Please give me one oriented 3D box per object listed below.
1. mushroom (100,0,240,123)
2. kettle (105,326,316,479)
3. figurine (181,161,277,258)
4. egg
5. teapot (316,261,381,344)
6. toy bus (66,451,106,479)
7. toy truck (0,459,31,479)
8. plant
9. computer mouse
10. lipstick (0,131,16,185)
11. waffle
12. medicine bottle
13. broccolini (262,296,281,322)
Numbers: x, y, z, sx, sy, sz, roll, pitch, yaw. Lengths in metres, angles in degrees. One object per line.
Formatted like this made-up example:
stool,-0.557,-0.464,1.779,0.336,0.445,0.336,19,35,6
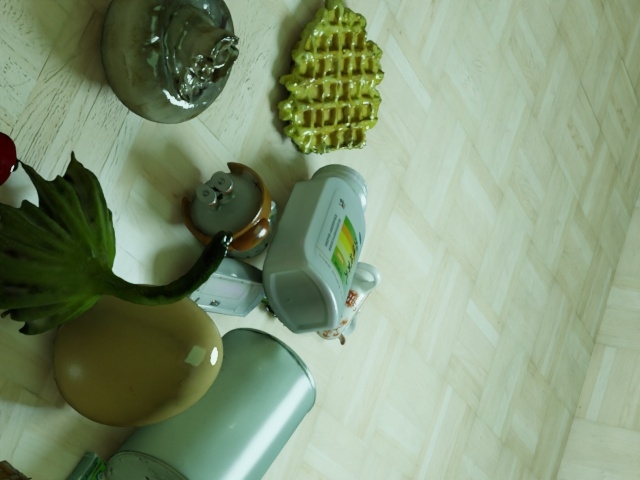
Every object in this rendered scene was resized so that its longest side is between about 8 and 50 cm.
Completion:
mushroom,-0.204,-0.274,1.657,0.226,0.178,0.226,-22,119,-45
kettle,-0.159,0.328,1.868,0.318,0.205,0.265,-51,136,-43
figurine,-0.141,-0.040,1.888,0.271,0.143,0.143,78,25,-82
egg,-0.249,0.160,1.651,0.201,0.244,0.201,22,65,-58
teapot,0.047,0.106,2.199,0.159,0.116,0.245,-40,172,-28
toy bus,-0.349,0.353,1.725,0.083,0.031,0.037,-57,134,-34
toy truck,-0.451,0.352,1.486,0.080,0.115,0.177,-3,123,-59
plant,-0.297,0.037,1.462,0.180,0.333,0.251,9,103,-44
computer mouse,-0.158,0.078,1.915,0.102,0.045,0.199,-51,151,14
lipstick,-0.459,-0.129,1.371,0.241,0.080,0.080,33,70,-57
waffle,0.028,-0.277,2.151,0.312,0.060,0.307,44,61,-52
medicine bottle,0.000,0.000,2.043,0.324,0.124,0.179,-72,144,-51
broccolini,-0.103,0.090,2.047,0.239,0.054,0.051,40,29,-52
